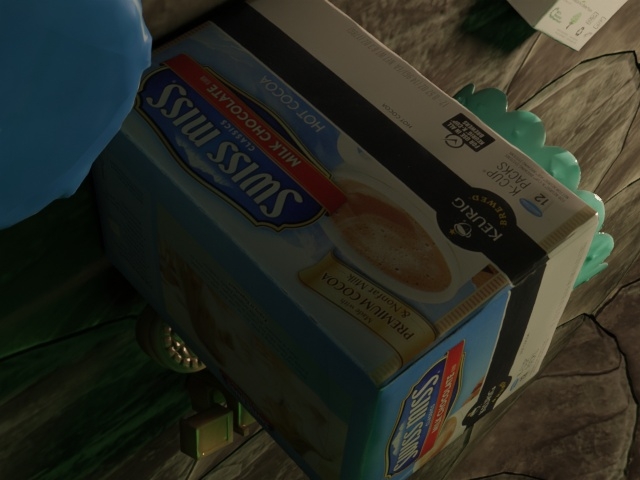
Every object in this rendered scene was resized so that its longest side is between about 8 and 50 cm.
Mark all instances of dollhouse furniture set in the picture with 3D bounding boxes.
[{"bbox_3d":[-0.110,0.133,1.247,0.182,0.101,0.160,-20,119,-44],"label":"dollhouse furniture set"}]

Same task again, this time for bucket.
[{"bbox_3d":[0.178,-0.019,1.247,0.183,0.281,0.281,-37,154,-12],"label":"bucket"}]

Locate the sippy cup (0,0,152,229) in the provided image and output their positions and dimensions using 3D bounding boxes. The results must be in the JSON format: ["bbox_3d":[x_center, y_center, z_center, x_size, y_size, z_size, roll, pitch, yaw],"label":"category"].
[{"bbox_3d":[-0.208,-0.122,0.508,0.240,0.224,0.305,-33,151,-29],"label":"sippy cup"}]

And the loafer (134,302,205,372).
[{"bbox_3d":[-0.094,0.025,1.074,0.268,0.092,0.101,-44,118,-38],"label":"loafer"}]

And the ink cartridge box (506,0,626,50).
[{"bbox_3d":[0.365,-0.364,1.208,0.333,0.065,0.165,-45,157,21],"label":"ink cartridge box"}]

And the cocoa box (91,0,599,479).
[{"bbox_3d":[0.000,0.000,0.875,0.228,0.347,0.231,-34,152,-26],"label":"cocoa box"}]
